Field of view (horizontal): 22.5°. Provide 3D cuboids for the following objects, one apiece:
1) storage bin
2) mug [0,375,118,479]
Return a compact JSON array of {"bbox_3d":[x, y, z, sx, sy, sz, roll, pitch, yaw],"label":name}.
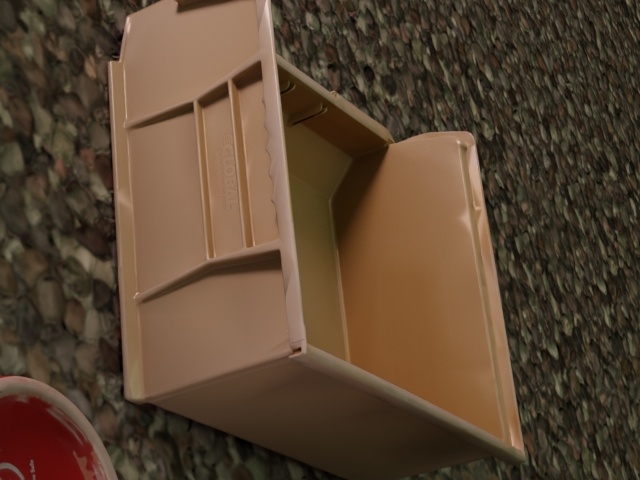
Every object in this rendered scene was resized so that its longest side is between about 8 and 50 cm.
[{"bbox_3d":[0.000,0.000,1.000,0.262,0.123,0.260,30,47,-52],"label":"storage bin"},{"bbox_3d":[-0.170,0.099,0.563,0.150,0.169,0.113,62,28,-17],"label":"mug"}]
